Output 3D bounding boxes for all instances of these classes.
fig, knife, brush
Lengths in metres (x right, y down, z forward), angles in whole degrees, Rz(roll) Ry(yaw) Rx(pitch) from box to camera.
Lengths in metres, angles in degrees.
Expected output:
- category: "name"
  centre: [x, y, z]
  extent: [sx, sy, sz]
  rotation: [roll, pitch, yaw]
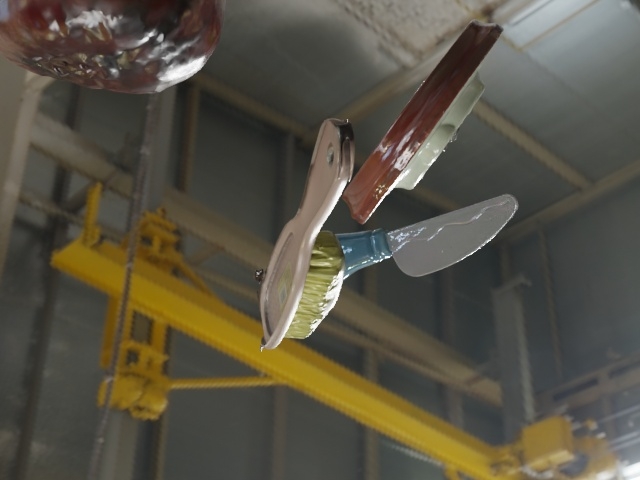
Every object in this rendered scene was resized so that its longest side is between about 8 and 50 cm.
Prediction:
- category: "fig"
  centre: [-0.195, -0.246, 1.089]
  extent: [0.224, 0.224, 0.263]
  rotation: [51, -138, -12]
- category: "knife"
  centre: [0.082, 0.006, 1.092]
  extent: [0.032, 0.244, 0.058]
  rotation: [-2, -98, -53]
- category: "brush"
  centre: [0.001, -0.002, 0.961]
  extent: [0.067, 0.313, 0.072]
  rotation: [-4, -121, -17]

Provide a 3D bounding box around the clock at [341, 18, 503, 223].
- category: "clock"
  centre: [0.144, -0.151, 1.531]
  extent: [0.080, 0.318, 0.318]
  rotation: [37, -142, 0]
